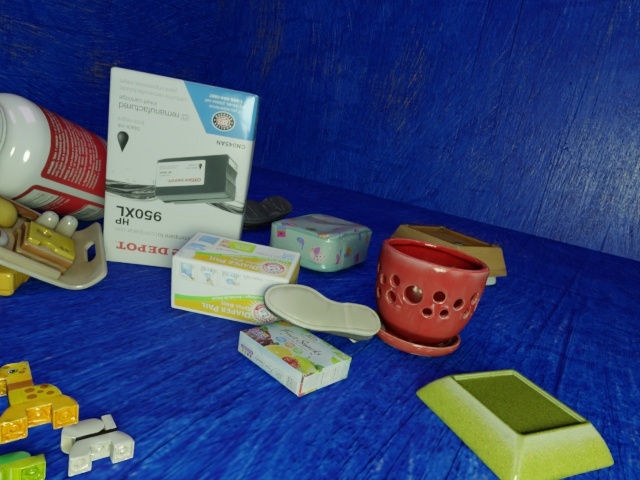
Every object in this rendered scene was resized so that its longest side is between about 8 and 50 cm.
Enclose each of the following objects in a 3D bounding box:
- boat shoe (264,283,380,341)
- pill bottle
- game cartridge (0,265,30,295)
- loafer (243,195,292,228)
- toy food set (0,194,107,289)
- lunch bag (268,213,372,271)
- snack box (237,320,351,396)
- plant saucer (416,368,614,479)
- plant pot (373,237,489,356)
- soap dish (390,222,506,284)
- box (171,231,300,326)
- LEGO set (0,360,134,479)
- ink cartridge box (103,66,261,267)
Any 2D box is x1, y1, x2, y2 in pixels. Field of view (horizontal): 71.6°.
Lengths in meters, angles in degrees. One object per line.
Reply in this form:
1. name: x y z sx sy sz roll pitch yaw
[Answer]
1. boat shoe: -0.003 0.130 0.733 0.206 0.065 0.075 17 47 -20
2. pill bottle: -0.650 -0.186 1.008 0.229 0.229 0.407 14 -5 13
3. game cartridge: -0.659 0.016 0.800 0.285 0.053 0.324 6 17 -16
4. loafer: -0.215 -0.076 1.455 0.109 0.095 0.302 50 35 19
5. toy food set: -0.526 -0.049 0.774 0.306 0.092 0.220 36 7 -40
6. lunch bag: 0.000 0.000 1.215 0.224 0.108 0.279 14 13 27
7. snack box: -0.040 0.168 0.656 0.141 0.037 0.100 22 16 40
8. plant saucer: 0.261 0.233 0.602 0.188 0.045 0.188 4 15 -26
9. plant pot: 0.189 0.101 0.805 0.191 0.174 0.191 9 14 -2
10. soap dish: 0.373 0.035 1.327 0.228 0.118 0.291 2 15 -32
11. box: -0.148 0.070 0.796 0.203 0.103 0.114 11 24 3
12. LEGO set: -0.293 0.163 0.391 0.227 0.087 0.093 0 17 -39
13. ink cartridge box: -0.300 -0.143 0.975 0.285 0.395 0.166 8 16 -9
